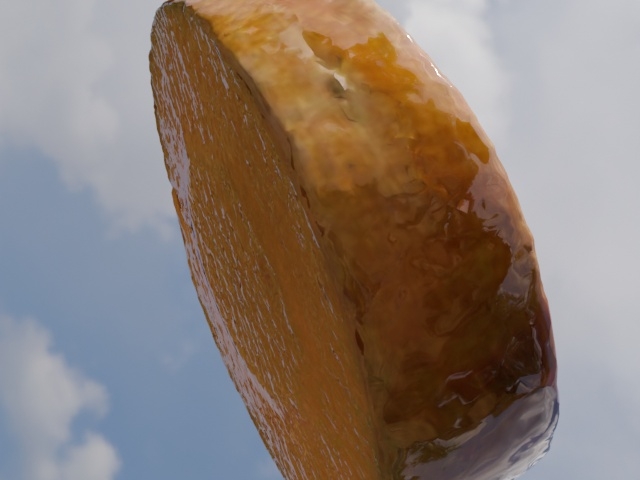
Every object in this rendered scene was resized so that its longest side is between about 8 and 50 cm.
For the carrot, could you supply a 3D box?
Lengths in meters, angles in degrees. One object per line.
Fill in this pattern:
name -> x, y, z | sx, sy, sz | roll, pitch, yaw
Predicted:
carrot -> 0.000, 0.000, 0.786 | 0.307, 0.100, 0.258 | 62, -25, 20
